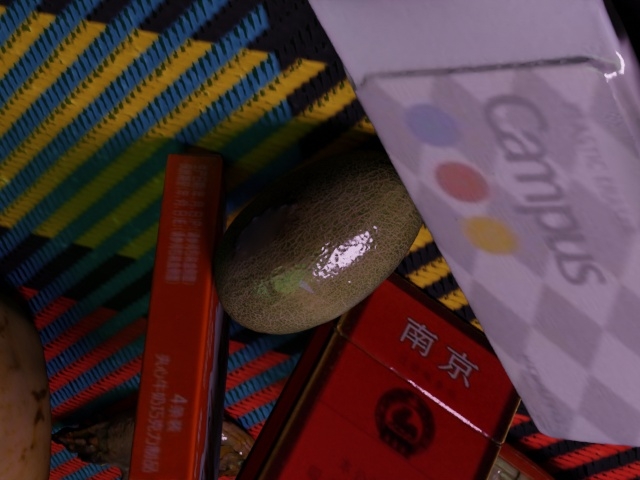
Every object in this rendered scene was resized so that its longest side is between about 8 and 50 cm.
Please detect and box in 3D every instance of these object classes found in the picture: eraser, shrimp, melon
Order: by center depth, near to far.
[{"bbox_3d":[0.141,-0.025,0.989,0.213,0.082,0.397,0,136,35],"label":"eraser"},{"bbox_3d":[0.000,0.000,1.089,0.162,0.099,0.099,-35,115,20],"label":"melon"},{"bbox_3d":[-0.166,0.207,1.531,0.262,0.066,0.117,-15,127,48],"label":"shrimp"}]

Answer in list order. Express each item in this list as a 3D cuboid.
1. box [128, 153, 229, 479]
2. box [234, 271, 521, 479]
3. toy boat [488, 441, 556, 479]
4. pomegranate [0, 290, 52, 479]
[{"bbox_3d":[-0.098,0.122,1.191,0.048,0.273,0.265,2,144,-1],"label":"box"},{"bbox_3d":[0.039,0.150,1.148,0.153,0.240,0.074,33,145,-6],"label":"box"},{"bbox_3d":[0.155,0.247,1.275,0.392,0.136,0.079,36,180,15],"label":"toy boat"},{"bbox_3d":[-0.379,0.164,1.430,0.332,0.332,0.332,19,145,14],"label":"pomegranate"}]
